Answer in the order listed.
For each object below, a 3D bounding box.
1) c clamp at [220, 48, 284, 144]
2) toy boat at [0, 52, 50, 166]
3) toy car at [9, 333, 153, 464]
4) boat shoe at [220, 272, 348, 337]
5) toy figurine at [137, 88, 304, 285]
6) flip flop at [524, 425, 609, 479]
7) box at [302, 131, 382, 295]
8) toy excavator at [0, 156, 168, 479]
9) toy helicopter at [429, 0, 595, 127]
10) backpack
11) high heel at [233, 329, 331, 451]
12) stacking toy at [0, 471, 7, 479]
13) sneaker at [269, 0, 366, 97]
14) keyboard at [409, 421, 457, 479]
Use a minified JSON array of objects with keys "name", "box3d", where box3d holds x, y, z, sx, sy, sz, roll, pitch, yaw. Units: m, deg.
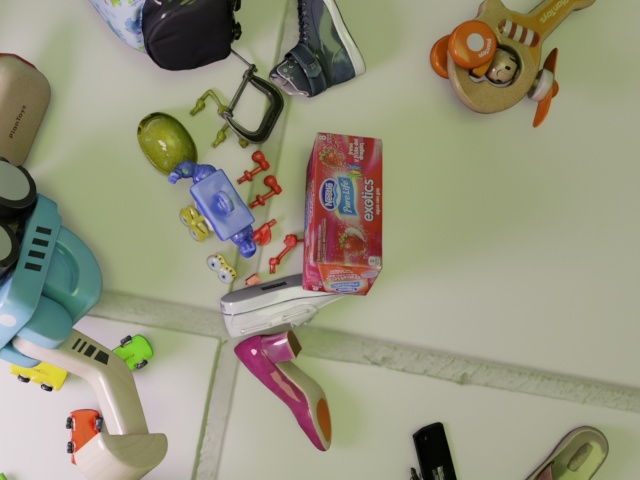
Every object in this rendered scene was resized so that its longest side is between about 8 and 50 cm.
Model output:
[{"name":"c clamp","box3d":[-0.133,-0.252,1.661,0.137,0.022,0.160,29,57,-21]},{"name":"toy boat","box3d":[-0.580,-0.214,1.583,0.151,0.151,0.231,20,85,23]},{"name":"toy car","box3d":[-0.395,0.245,1.627,0.225,0.053,0.239,-34,94,-7]},{"name":"boat shoe","box3d":[-0.049,0.114,1.666,0.258,0.095,0.084,-11,106,-5]},{"name":"toy figurine","box3d":[-0.164,-0.096,1.582,0.191,0.217,0.362,-31,94,-7]},{"name":"flip flop","box3d":[0.448,0.470,1.723,0.112,0.080,0.277,41,84,-5]},{"name":"box","box3d":[0.038,-0.045,1.609,0.123,0.128,0.256,5,65,-7]},{"name":"toy excavator","box3d":[-0.433,0.139,1.496,0.445,0.433,0.222,30,126,-27]},{"name":"toy helicopter","box3d":[0.393,-0.368,1.707,0.355,0.140,0.235,-43,96,-9]},{"name":"backpack","box3d":[-0.307,-0.477,1.544,0.273,0.290,0.355,-18,83,-7]},{"name":"high heel","box3d":[-0.066,0.280,1.674,0.117,0.082,0.244,-17,107,23]},{"name":"stacking toy","box3d":[-0.599,0.527,1.598,0.221,0.052,0.167,-33,95,-9]},{"name":"sneaker","box3d":[-0.038,-0.369,1.669,0.163,0.086,0.226,-29,94,-10]},{"name":"keyboard","box3d":[0.204,0.442,1.722,0.100,0.038,0.192,-13,90,-31]}]
